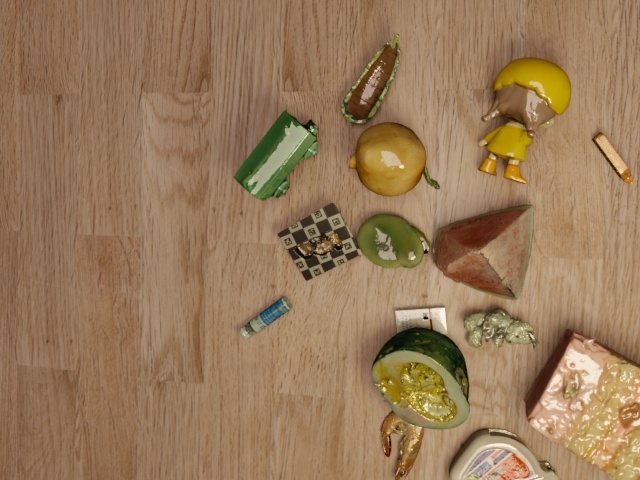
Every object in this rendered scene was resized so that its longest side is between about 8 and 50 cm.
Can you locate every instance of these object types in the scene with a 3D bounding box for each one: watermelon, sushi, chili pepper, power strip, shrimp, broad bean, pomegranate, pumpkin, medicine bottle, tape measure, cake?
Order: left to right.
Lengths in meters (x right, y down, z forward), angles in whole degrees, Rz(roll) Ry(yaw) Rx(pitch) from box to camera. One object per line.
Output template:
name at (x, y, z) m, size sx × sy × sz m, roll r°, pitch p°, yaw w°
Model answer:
medicine bottle at (-0.180, 0.257, 1.833) m, size 0.191 × 0.051 × 0.051 m, roll -37°, pitch 85°, yaw 11°
sushi at (0.000, 0.000, 1.781) m, size 0.215 × 0.050 × 0.192 m, roll -27°, pitch 103°, yaw 16°
pomegranate at (0.206, -0.239, 1.645) m, size 0.233 × 0.233 × 0.233 m, roll 1°, pitch 93°, yaw 12°
broad bean at (0.224, 0.003, 1.708) m, size 0.227 × 0.100 × 0.170 m, roll 7°, pitch 80°, yaw 9°
shrimp at (0.251, 0.644, 1.756) m, size 0.132 × 0.053 × 0.236 m, roll 13°, pitch 92°, yaw 9°
pumpkin at (0.311, 0.393, 1.658) m, size 0.263 × 0.197 × 0.293 m, roll -21°, pitch 105°, yaw 31°
chili pepper at (0.342, -0.187, 1.713) m, size 0.027 × 0.022 × 0.083 m, roll -37°, pitch 81°, yaw 13°
watermelon at (0.471, -0.003, 1.591) m, size 0.282 × 0.293 × 0.251 m, roll 9°, pitch 65°, yaw 13°
tape measure at (0.541, 0.702, 1.661) m, size 0.258 × 0.130 × 0.265 m, roll -43°, pitch 78°, yaw 8°
cake at (0.757, 0.442, 1.520) m, size 0.306 × 0.293 × 0.314 m, roll 28°, pitch 94°, yaw 15°
power strip at (0.840, -0.234, 1.588) m, size 0.028 × 0.049 × 0.178 m, roll -36°, pitch 85°, yaw 17°

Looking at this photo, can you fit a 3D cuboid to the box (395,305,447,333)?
box at (0.315, 0.252, 1.730) m, size 0.154 × 0.040 × 0.084 m, roll -5°, pitch 91°, yaw 13°

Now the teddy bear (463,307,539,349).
teddy bear at (0.540, 0.260, 1.652) m, size 0.213 × 0.111 × 0.133 m, roll 3°, pitch 135°, yaw 22°

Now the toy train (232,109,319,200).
toy train at (-0.123, -0.254, 1.721) m, size 0.120 × 0.202 × 0.301 m, roll 42°, pitch 101°, yaw 12°

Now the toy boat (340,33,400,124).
toy boat at (0.168, -0.490, 1.701) m, size 0.108 × 0.099 × 0.293 m, roll 34°, pitch 106°, yaw 9°

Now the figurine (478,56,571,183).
figurine at (0.575, -0.344, 1.583) m, size 0.215 × 0.187 × 0.344 m, roll 20°, pitch 104°, yaw 23°
